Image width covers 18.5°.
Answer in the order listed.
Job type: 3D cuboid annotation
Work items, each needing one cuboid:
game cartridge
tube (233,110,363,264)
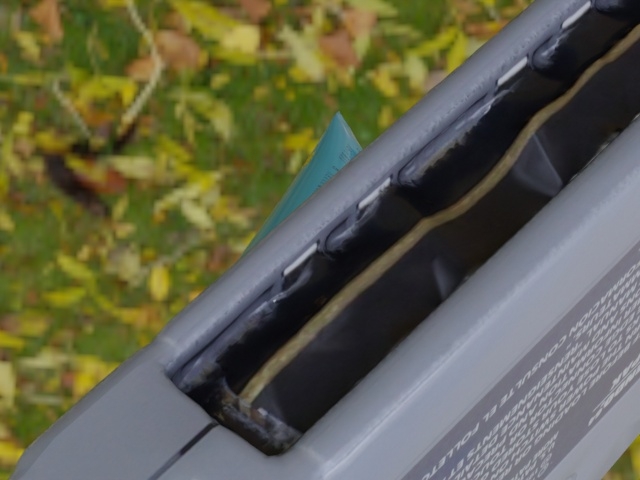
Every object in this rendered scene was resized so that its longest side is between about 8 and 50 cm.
[{"bbox_3d":[0.035,0.038,0.498,0.060,0.294,0.196,35,148,24],"label":"game cartridge"},{"bbox_3d":[0.000,0.000,1.052,0.052,0.207,0.080,-23,105,29],"label":"tube"}]
